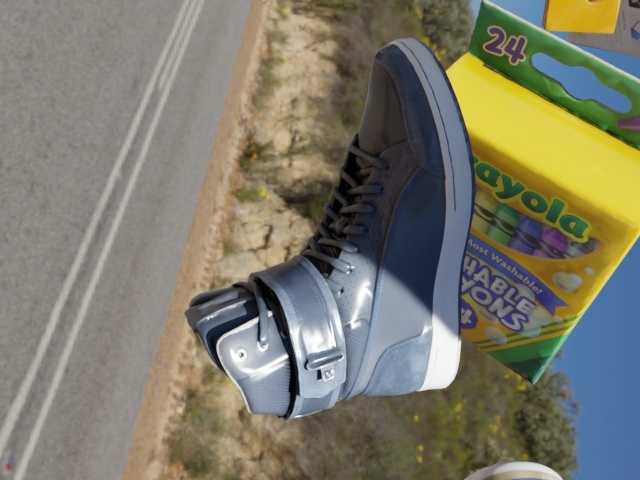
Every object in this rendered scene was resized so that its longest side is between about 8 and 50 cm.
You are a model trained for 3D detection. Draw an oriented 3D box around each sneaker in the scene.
[{"bbox_3d":[0.001,0.001,0.448,0.086,0.163,0.226,-142,-134,-65],"label":"sneaker"}]

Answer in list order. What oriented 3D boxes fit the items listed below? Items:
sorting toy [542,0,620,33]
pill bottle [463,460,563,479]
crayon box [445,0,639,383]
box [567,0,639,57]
[{"bbox_3d":[0.356,-0.252,0.651,0.041,0.307,0.229,-75,168,-62],"label":"sorting toy"},{"bbox_3d":[0.143,0.235,0.488,0.169,0.094,0.094,-102,-167,-57],"label":"pill bottle"},{"bbox_3d":[0.170,-0.023,0.687,0.083,0.203,0.323,-44,158,-30],"label":"crayon box"},{"bbox_3d":[0.422,-0.295,0.863,0.058,0.322,0.232,-50,141,-15],"label":"box"}]
